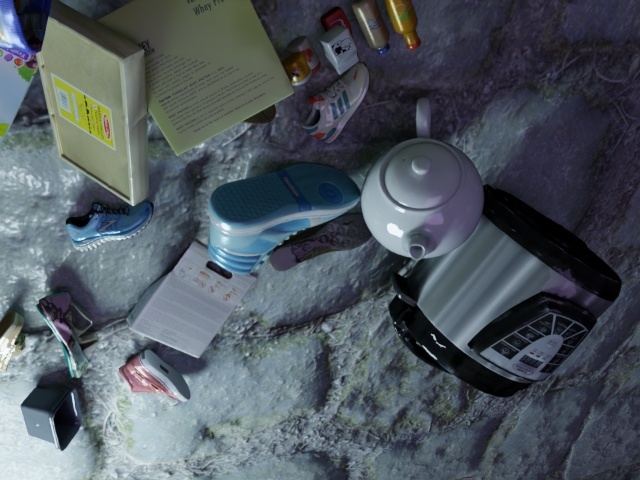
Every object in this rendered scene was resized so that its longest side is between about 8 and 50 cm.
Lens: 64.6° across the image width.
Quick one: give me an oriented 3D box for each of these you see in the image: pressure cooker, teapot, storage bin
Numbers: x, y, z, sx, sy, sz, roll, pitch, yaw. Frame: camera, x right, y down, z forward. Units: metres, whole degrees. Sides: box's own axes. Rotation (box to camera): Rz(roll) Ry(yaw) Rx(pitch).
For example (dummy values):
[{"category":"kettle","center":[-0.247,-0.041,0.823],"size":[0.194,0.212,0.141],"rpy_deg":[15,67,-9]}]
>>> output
[{"category":"pressure cooker","center":[0.384,0.136,1.133],"size":[0.376,0.370,0.420],"rpy_deg":[-4,133,-58]},{"category":"teapot","center":[0.189,-0.103,0.949],"size":[0.253,0.256,0.187],"rpy_deg":[-38,154,-7]},{"category":"storage bin","center":[-0.598,0.384,1.126],"size":[0.091,0.098,0.135],"rpy_deg":[13,123,4]}]

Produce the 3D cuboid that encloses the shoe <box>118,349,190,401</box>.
[{"category":"shoe","center":[-0.384,0.330,1.180],"size":[0.081,0.063,0.178],"rpy_deg":[-31,123,4]}]

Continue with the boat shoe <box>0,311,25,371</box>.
[{"category":"boat shoe","center":[-0.618,0.204,1.005],"size":[0.059,0.063,0.170],"rpy_deg":[25,122,-35]}]

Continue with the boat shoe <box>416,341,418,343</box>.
[{"category":"boat shoe","center":[0.394,0.239,1.363],"size":[0.335,0.119,0.121],"rpy_deg":[-5,125,-17]}]

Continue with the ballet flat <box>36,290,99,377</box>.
[{"category":"ballet flat","center":[-0.503,0.193,1.036],"size":[0.079,0.077,0.221],"rpy_deg":[-25,131,-28]}]

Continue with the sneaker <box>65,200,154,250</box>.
[{"category":"sneaker","center":[-0.382,-0.038,0.916],"size":[0.162,0.063,0.073],"rpy_deg":[-22,125,-5]}]

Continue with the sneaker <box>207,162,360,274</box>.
[{"category":"sneaker","center":[-0.083,-0.036,1.007],"size":[0.319,0.127,0.208],"rpy_deg":[-12,149,-30]}]

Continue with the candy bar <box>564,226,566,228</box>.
[{"category":"candy bar","center":[0.573,-0.005,1.322],"size":[0.162,0.018,0.040],"rpy_deg":[-9,123,-14]}]

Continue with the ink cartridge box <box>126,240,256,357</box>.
[{"category":"ink cartridge box","center":[-0.275,0.125,1.093],"size":[0.181,0.056,0.224],"rpy_deg":[36,87,-35]}]

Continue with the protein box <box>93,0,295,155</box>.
[{"category":"protein box","center":[-0.177,-0.272,0.752],"size":[0.200,0.136,0.201],"rpy_deg":[-28,114,1]}]

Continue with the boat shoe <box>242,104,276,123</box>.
[{"category":"boat shoe","center":[-0.155,-0.235,0.879],"size":[0.153,0.048,0.056],"rpy_deg":[-2,129,-11]}]

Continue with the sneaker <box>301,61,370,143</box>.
[{"category":"sneaker","center":[0.024,-0.254,0.916],"size":[0.075,0.057,0.161],"rpy_deg":[16,120,-35]}]

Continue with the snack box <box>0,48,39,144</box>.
[{"category":"snack box","center":[-0.507,-0.252,0.713],"size":[0.175,0.070,0.207],"rpy_deg":[24,114,-33]}]

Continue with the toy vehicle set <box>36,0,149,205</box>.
[{"category":"toy vehicle set","center":[-0.327,-0.188,0.733],"size":[0.166,0.035,0.266],"rpy_deg":[32,139,10]}]

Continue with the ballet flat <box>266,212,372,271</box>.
[{"category":"ballet flat","center":[0.000,0.000,1.097],"size":[0.250,0.058,0.084],"rpy_deg":[-23,107,-11]}]

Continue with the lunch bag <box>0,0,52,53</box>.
[{"category":"lunch bag","center":[-0.453,-0.408,0.500],"size":[0.328,0.239,0.385],"rpy_deg":[6,113,-12]}]

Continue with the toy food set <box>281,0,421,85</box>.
[{"category":"toy food set","center":[0.046,-0.318,0.842],"size":[0.232,0.111,0.104],"rpy_deg":[-38,129,-3]}]
